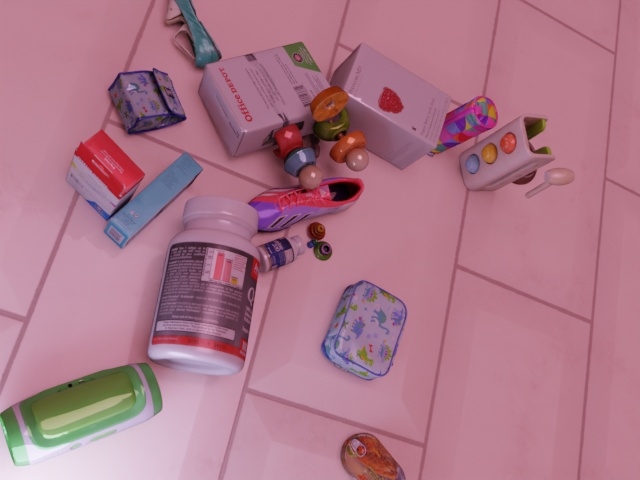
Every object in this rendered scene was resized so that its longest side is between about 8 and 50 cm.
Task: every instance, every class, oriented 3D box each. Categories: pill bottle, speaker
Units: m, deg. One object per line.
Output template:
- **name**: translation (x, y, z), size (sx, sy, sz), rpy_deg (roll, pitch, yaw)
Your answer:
- **pill bottle**: translation (-0.099, 0.029, 1.806), size (0.120, 0.067, 0.067), rpy_deg (-21, 85, -30)
- **pill bottle**: translation (-0.245, 0.099, 1.632), size (0.210, 0.210, 0.363), rpy_deg (15, 69, -21)
- **speaker**: translation (-0.477, 0.346, 1.495), size (0.296, 0.131, 0.131), rpy_deg (-17, 83, -29)

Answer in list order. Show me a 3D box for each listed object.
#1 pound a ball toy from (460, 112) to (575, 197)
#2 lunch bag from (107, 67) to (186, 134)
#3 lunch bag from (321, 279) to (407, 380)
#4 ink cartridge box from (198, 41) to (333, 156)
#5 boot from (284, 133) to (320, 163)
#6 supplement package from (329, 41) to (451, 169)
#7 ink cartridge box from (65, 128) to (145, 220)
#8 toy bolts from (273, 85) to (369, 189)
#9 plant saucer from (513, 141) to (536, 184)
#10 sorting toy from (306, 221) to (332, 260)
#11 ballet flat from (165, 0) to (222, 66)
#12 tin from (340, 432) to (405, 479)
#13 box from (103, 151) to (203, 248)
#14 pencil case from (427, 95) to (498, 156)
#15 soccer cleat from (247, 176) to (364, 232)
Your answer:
- **pound a ball toy**: translation (0.523, -0.208, 2.036), size (0.135, 0.319, 0.208), rpy_deg (0, 75, -26)
- **lunch bag**: translation (-0.402, -0.333, 1.759), size (0.151, 0.096, 0.129), rpy_deg (-17, 80, -43)
- **lunch bag**: translation (0.115, 0.225, 1.838), size (0.176, 0.090, 0.219), rpy_deg (29, 64, -15)
- **ink cartridge box**: translation (-0.131, -0.357, 1.859), size (0.289, 0.121, 0.211), rpy_deg (-21, 73, -29)
- **boot**: translation (-0.044, -0.235, 1.929), size (0.087, 0.042, 0.119), rpy_deg (22, 67, -21)
- **supplement package**: translation (0.169, -0.354, 1.990), size (0.292, 0.175, 0.178), rpy_deg (27, 66, -16)
- **ink cartridge box**: translation (-0.459, -0.143, 1.589), size (0.134, 0.231, 0.078), rpy_deg (47, 61, -7)
- **toy bolts**: translation (0.012, -0.233, 1.803), size (0.228, 0.218, 0.158), rpy_deg (-29, 71, -12)
- **plant saucer**: translation (0.600, -0.253, 2.255), size (0.168, 0.029, 0.169), rpy_deg (7, 73, -23)
- **sorting toy**: translation (0.000, 0.000, 1.878), size (0.061, 0.042, 0.102), rpy_deg (-20, 85, -29)
- **ballet flat**: translation (-0.338, -0.542, 1.859), size (0.087, 0.083, 0.247), rpy_deg (-27, 86, -16)
- **tin**: translation (0.125, 0.547, 1.778), size (0.106, 0.040, 0.190), rpy_deg (-41, 94, -34)
- **box**: translation (-0.379, -0.093, 1.688), size (0.060, 0.100, 0.244), rpy_deg (45, 61, -7)
- **pencil case**: translation (0.379, -0.316, 2.055), size (0.104, 0.236, 0.105), rpy_deg (11, 69, -32)
- **soccer cleat**: translation (-0.039, -0.101, 1.846), size (0.318, 0.116, 0.109), rpy_deg (-14, 82, -29)
